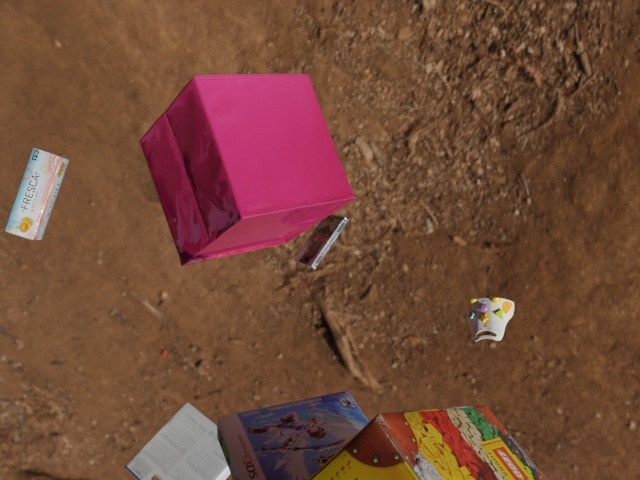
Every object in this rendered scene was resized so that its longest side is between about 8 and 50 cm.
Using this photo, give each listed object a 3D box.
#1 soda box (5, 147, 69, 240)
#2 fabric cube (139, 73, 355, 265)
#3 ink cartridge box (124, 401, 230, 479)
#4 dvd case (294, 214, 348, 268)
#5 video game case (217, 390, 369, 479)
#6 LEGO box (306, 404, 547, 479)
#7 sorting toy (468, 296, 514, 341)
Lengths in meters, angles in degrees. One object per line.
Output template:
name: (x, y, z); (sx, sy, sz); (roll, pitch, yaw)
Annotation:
soda box: (-0.583, -0.094, 1.434); (0.063, 0.183, 0.058); (19, 178, -4)
fabric cube: (-0.140, -0.131, 1.287); (0.259, 0.254, 0.258); (-31, 77, 49)
ink cartridge box: (-0.334, 0.546, 1.731); (0.223, 0.224, 0.045); (29, 151, 32)
dvd case: (0.000, 0.000, 1.400); (0.013, 0.119, 0.087); (41, 169, -25)
video game case: (-0.025, 0.384, 1.248); (0.270, 0.244, 0.061); (-7, 117, -20)
LEGO box: (0.041, 0.452, 0.922); (0.500, 0.373, 0.193); (-46, 61, 15)
sorting toy: (0.294, 0.142, 1.229); (0.083, 0.075, 0.045); (-9, 153, 32)
